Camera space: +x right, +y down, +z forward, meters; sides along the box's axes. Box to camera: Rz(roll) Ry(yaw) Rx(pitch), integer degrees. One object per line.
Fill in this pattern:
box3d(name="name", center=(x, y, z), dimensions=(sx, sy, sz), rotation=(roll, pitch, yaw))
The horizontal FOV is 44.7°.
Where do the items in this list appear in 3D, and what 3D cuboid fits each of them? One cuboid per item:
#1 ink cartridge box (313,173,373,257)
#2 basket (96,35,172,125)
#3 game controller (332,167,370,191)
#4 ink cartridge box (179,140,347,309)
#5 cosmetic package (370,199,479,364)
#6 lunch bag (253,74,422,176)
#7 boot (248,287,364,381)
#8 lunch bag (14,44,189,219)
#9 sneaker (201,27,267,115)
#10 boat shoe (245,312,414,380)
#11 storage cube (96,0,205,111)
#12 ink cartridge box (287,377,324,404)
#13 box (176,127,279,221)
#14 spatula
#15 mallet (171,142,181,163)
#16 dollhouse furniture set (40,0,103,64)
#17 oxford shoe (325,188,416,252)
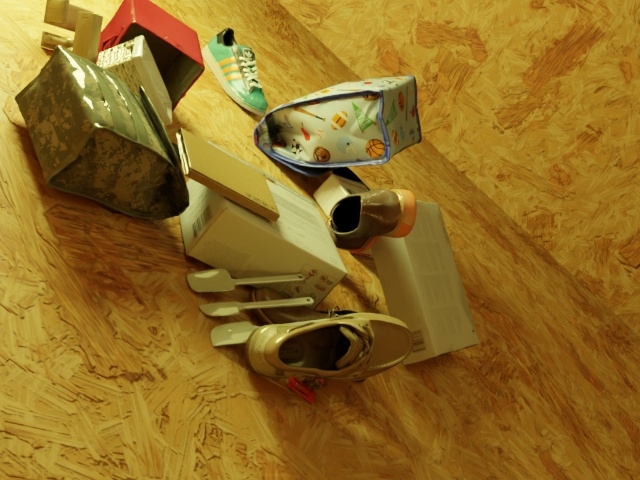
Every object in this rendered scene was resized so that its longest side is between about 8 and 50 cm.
box3d(name="ink cartridge box", center=(0.100, -0.063, 2.087), dimensions=(0.158, 0.092, 0.218), rotation=(14, 34, -51))
box3d(name="basket", center=(-0.385, -0.318, 1.614), dimensions=(0.113, 0.103, 0.167), rotation=(-104, 176, -53))
box3d(name="game controller", center=(0.158, -0.102, 2.287), dimensions=(0.319, 0.067, 0.166), rotation=(49, 23, 11))
box3d(name="ink cartridge box", center=(-0.127, -0.030, 1.585), dimensions=(0.309, 0.130, 0.272), rotation=(30, 23, -32))
box3d(name="cosmetic package", center=(0.245, 0.092, 1.872), dimensions=(0.284, 0.097, 0.378), rotation=(2, 71, -57))
box3d(name="lunch bag", center=(0.049, -0.312, 2.138), dimensions=(0.328, 0.385, 0.239), rotation=(-35, 121, -63))
box3d(name="boot", center=(0.004, 0.156, 1.502), dimensions=(0.305, 0.115, 0.112), rotation=(31, 28, -22))
box3d(name="lunch bag", center=(-0.366, -0.180, 1.407), dimensions=(0.287, 0.169, 0.235), rotation=(25, 28, -52))
box3d(name="sneaker", center=(-0.232, -0.495, 2.250), dimensions=(0.302, 0.121, 0.108), rotation=(53, 24, 22))
box3d(name="boat shoe", center=(0.041, 0.193, 1.366), dimensions=(0.341, 0.110, 0.122), rotation=(-3, 86, -33))
box3d(name="storage cube", center=(-0.393, -0.412, 1.744), dimensions=(0.215, 0.184, 0.193), rotation=(29, 26, -32))
box3d(name="ink cartridge box", center=(-0.024, 0.239, 1.415), dimensions=(0.063, 0.029, 0.115), rotation=(39, 22, -14))
box3d(name="box", center=(-0.175, -0.124, 1.463), dimensions=(0.201, 0.021, 0.164), rotation=(27, 22, -31))
box3d(name="spatula", center=(-0.108, 0.112, 1.407), dimensions=(0.241, 0.019, 0.168), rotation=(-4, 44, -31))
box3d(name="mallet", center=(-0.371, -0.198, 1.604), dimensions=(0.189, 0.039, 0.062), rotation=(19, 29, -38))
box3d(name="dollhouse furniture set", center=(-0.494, -0.429, 1.657), dimensions=(0.151, 0.144, 0.123), rotation=(14, 6, 30))
box3d(name="oxford shoe", center=(0.068, -0.052, 1.693), dimensions=(0.132, 0.363, 0.130), rotation=(5, 78, -22))
